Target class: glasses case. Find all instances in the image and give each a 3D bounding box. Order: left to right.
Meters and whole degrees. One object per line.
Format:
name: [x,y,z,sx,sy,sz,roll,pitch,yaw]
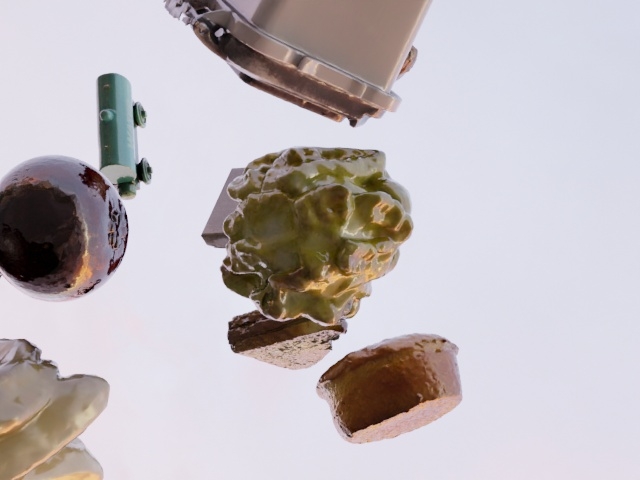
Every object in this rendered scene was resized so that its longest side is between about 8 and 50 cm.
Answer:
glasses case: [-0.188,-0.074,1.631,0.071,0.205,0.047,-1,-41,23]

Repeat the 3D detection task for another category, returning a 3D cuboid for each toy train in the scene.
toy train: [-0.398,-0.209,1.478,0.101,0.248,0.159,-10,-23,1]

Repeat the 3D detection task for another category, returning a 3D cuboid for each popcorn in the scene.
popcorn: [0.002,-0.015,1.222,0.312,0.312,0.312,7,-63,14]

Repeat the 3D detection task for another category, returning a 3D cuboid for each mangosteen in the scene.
mangosteen: [-0.231,-0.010,0.617,0.140,0.140,0.140,7,-63,14]

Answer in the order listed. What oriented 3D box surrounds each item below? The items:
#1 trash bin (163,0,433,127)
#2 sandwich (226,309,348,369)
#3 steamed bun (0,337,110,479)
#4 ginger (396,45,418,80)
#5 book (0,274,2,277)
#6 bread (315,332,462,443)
trash bin: [0.010,-0.358,0.901,0.296,0.256,0.367,17,-66,-34]
sandwich: [-0.031,0.205,1.646,0.254,0.288,0.099,-22,-117,20]
steamed bun: [-0.339,0.187,0.497,0.428,0.247,0.189,-6,-76,30]
ginger: [0.097,-0.304,1.375,0.122,0.290,0.084,0,-85,-12]
book: [-0.505,0.014,1.072,0.024,0.228,0.160,4,-39,13]
bread: [0.149,0.306,1.552,0.312,0.312,0.172,-31,-118,28]
